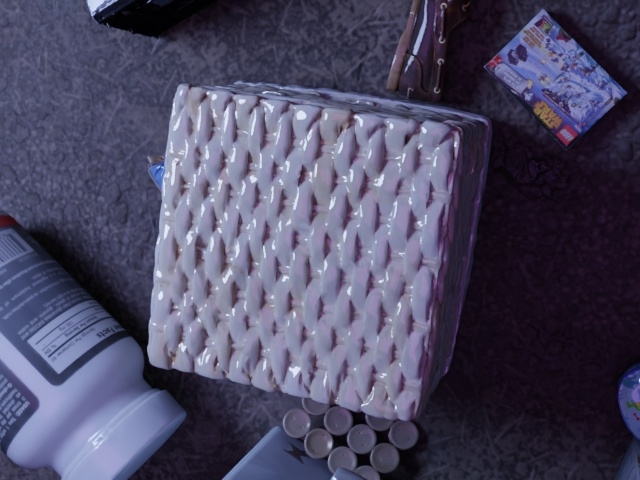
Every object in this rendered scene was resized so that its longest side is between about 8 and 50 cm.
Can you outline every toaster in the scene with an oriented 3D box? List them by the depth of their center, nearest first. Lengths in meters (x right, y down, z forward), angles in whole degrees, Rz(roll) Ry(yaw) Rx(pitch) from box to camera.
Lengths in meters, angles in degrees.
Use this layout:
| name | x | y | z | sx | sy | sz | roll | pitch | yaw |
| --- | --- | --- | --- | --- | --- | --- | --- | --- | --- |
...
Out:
| name | x | y | z | sx | sy | sz | roll | pitch | yaw |
| --- | --- | --- | --- | --- | --- | --- | --- | --- | --- |
| toaster | -0.180 | -0.328 | 1.165 | 0.186 | 0.168 | 0.110 | -26 | 89 | 17 |

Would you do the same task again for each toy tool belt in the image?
| name | x | y | z | sx | sy | sz | roll | pitch | yaw |
| --- | --- | --- | --- | --- | --- | --- | --- | --- | --- |
| toy tool belt | -0.186 | -0.075 | 1.257 | 0.052 | 0.051 | 0.083 | -38 | 87 | 16 |

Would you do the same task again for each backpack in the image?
| name | x | y | z | sx | sy | sz | roll | pitch | yaw |
| --- | --- | --- | --- | --- | --- | --- | --- | --- | --- |
| backpack | 0.397 | 0.179 | 1.120 | 0.114 | 0.084 | 0.105 | -16 | 90 | 18 |

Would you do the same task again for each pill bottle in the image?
| name | x | y | z | sx | sy | sz | roll | pitch | yaw |
| --- | --- | --- | --- | --- | --- | --- | --- | --- | --- |
| pill bottle | -0.357 | 0.152 | 1.246 | 0.363 | 0.210 | 0.210 | 44 | 105 | 6 |

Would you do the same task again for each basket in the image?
| name | x | y | z | sx | sy | sz | roll | pitch | yaw |
| --- | --- | --- | --- | --- | --- | --- | --- | --- | --- |
| basket | 0.000 | 0.000 | 1.110 | 0.328 | 0.266 | 0.331 | 10 | 101 | 12 |

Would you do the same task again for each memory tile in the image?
| name | x | y | z | sx | sy | sz | roll | pitch | yaw |
| --- | --- | --- | --- | --- | --- | --- | --- | --- | --- |
| memory tile | 0.037 | 0.236 | 1.234 | 0.148 | 0.012 | 0.113 | 39 | 77 | 8 |

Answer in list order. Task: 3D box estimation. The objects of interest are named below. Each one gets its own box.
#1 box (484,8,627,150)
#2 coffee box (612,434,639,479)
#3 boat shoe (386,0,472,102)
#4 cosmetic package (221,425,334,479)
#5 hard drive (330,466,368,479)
| name | x | y | z | sx | sy | sz | roll | pitch | yaw |
| --- | --- | --- | --- | --- | --- | --- | --- | --- | --- |
| box | 0.269 | -0.184 | 1.139 | 0.094 | 0.027 | 0.137 | -44 | 85 | 14 |
| coffee box | 0.388 | 0.306 | 1.052 | 0.141 | 0.246 | 0.098 | 20 | 101 | 13 |
| boat shoe | 0.138 | -0.262 | 1.144 | 0.073 | 0.073 | 0.207 | 18 | 108 | 10 |
| cosmetic package | -0.063 | 0.498 | 1.151 | 0.329 | 0.327 | 0.393 | 34 | 102 | 9 |
| hard drive | 0.039 | 0.420 | 0.924 | 0.233 | 0.047 | 0.353 | 28 | 100 | 9 |
